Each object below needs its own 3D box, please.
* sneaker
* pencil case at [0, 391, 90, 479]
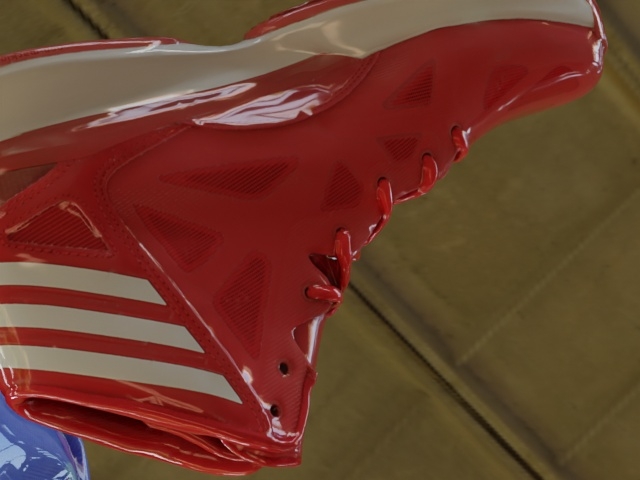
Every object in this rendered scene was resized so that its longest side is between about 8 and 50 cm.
[{"bbox_3d":[0.000,0.000,0.447,0.221,0.087,0.128,-14,-103,-17],"label":"sneaker"},{"bbox_3d":[-0.235,0.135,0.597,0.306,0.133,0.119,-32,-43,21],"label":"pencil case"}]
